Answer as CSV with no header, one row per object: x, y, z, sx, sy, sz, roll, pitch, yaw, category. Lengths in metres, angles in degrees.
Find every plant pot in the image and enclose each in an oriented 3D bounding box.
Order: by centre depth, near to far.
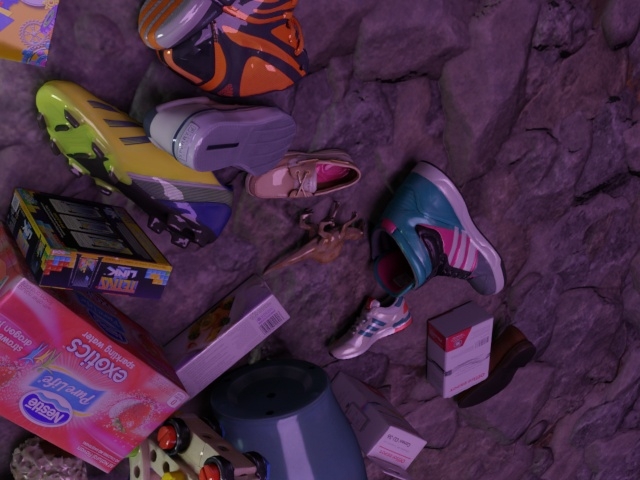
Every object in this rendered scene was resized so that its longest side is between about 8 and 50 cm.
-0.058,0.333,1.173,0.271,0.271,0.255,-17,111,-25,plant pot

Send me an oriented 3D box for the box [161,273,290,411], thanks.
-0.192,0.180,1.107,0.324,0.063,0.067,-40,132,-8,box

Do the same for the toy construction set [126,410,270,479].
-0.159,0.351,1.007,0.151,0.327,0.215,2,106,-58,toy construction set

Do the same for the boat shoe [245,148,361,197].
-0.020,-0.089,1.063,0.170,0.059,0.063,-16,125,-26,boat shoe

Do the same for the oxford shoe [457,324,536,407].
0.336,0.252,1.511,0.076,0.076,0.212,10,127,-40,oxford shoe

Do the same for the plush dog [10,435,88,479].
-0.411,0.420,0.999,0.225,0.262,0.211,-7,130,-22,plush dog

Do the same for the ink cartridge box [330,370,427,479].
0.099,0.317,1.297,0.115,0.198,0.067,32,97,-42,ink cartridge box

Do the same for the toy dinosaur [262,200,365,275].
0.000,0.000,1.136,0.183,0.053,0.093,-24,129,-21,toy dinosaur

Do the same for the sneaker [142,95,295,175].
-0.113,-0.138,0.928,0.094,0.091,0.258,-61,163,14,sneaker

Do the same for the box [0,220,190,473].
-0.325,0.139,0.940,0.154,0.142,0.300,-43,132,-4,box

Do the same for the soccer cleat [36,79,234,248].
-0.215,-0.104,0.923,0.289,0.093,0.121,44,58,-38,soccer cleat

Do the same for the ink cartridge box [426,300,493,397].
0.258,0.204,1.426,0.109,0.063,0.150,-20,127,-24,ink cartridge box

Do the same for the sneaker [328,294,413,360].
0.076,0.135,1.277,0.161,0.057,0.075,-26,112,-17,sneaker

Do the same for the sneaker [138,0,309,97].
-0.047,-0.301,0.891,0.321,0.124,0.180,-42,137,9,sneaker

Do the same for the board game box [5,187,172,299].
-0.268,0.003,0.877,0.141,0.170,0.048,13,107,-38,board game box

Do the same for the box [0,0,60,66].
-0.358,-0.324,0.615,0.290,0.177,0.279,5,113,-36,box

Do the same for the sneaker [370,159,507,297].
0.180,0.034,1.226,0.178,0.124,0.295,-45,125,-9,sneaker
